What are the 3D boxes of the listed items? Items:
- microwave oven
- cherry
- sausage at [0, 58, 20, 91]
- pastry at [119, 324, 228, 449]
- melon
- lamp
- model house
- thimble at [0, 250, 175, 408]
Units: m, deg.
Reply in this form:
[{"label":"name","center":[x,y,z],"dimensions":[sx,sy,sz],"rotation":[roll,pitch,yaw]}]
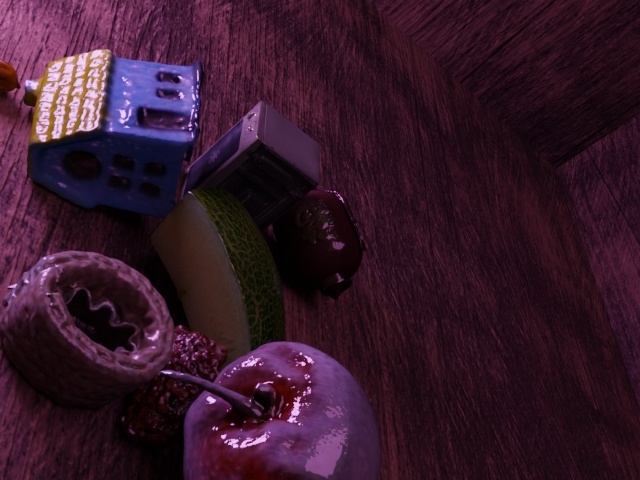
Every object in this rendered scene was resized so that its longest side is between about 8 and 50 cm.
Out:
[{"label":"microwave oven","center":[-0.135,-0.123,1.645],"dimensions":[0.194,0.241,0.145],"rotation":[37,33,-26]},{"label":"cherry","center":[-0.054,0.318,1.216],"dimensions":[0.335,0.292,0.326],"rotation":[61,30,-66]},{"label":"sausage","center":[-0.590,-0.302,1.387],"dimensions":[0.183,0.054,0.062],"rotation":[25,12,-35]},{"label":"pastry","center":[-0.226,0.230,1.283],"dimensions":[0.097,0.115,0.208],"rotation":[50,42,-30]},{"label":"melon","center":[-0.162,0.106,1.454],"dimensions":[0.343,0.226,0.331],"rotation":[59,-13,10]},{"label":"lamp","center":[0.000,0.000,1.769],"dimensions":[0.180,0.180,0.257],"rotation":[7,52,-51]},{"label":"model house","center":[-0.371,-0.196,1.445],"dimensions":[0.304,0.215,0.237],"rotation":[6,48,-13]},{"label":"thimble","center":[-0.340,0.134,1.201],"dimensions":[0.229,0.148,0.195],"rotation":[24,43,-37]}]
